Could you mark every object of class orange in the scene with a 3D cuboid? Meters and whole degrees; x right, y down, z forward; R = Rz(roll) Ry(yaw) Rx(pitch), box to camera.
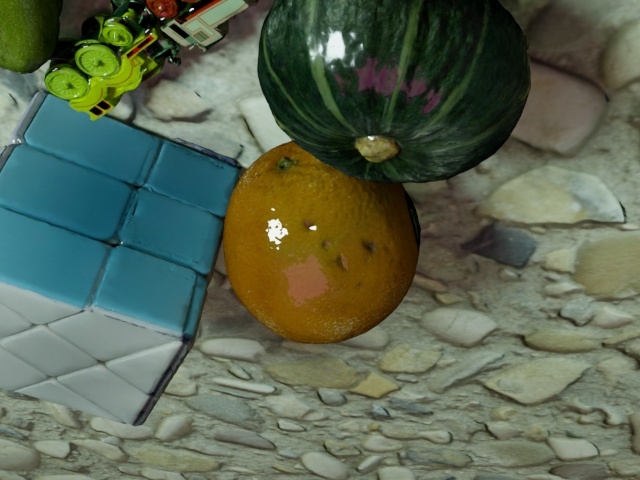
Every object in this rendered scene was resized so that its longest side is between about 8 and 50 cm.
[{"bbox_3d":[0.000,0.000,0.747,0.206,0.206,0.206,5,143,4],"label":"orange"}]

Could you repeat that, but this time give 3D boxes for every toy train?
[{"bbox_3d":[-0.139,-0.181,0.650,0.250,0.053,0.085,-23,141,35],"label":"toy train"}]

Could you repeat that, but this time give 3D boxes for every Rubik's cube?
[{"bbox_3d":[-0.237,0.025,0.796,0.231,0.224,0.221,20,141,-14],"label":"Rubik's cube"}]

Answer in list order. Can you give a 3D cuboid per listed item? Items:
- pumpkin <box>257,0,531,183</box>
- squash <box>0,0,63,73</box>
[{"bbox_3d":[0.055,-0.131,0.596,0.212,0.152,0.211,4,162,1],"label":"pumpkin"},{"bbox_3d":[-0.234,-0.252,0.541,0.087,0.087,0.331,11,145,-3],"label":"squash"}]
